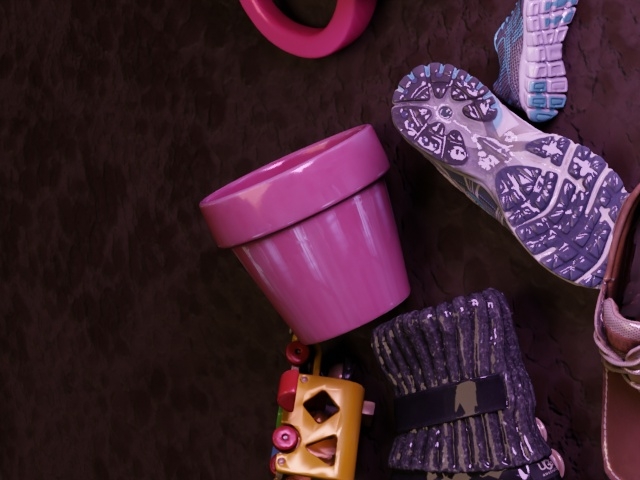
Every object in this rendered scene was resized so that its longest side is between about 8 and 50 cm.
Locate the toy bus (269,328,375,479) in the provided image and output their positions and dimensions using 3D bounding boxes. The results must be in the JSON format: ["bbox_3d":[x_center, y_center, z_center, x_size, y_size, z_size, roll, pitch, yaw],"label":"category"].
[{"bbox_3d":[0.005,0.186,1.998,0.191,0.104,0.202,-81,0,-71],"label":"toy bus"}]

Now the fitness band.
[{"bbox_3d":[-0.038,-0.329,1.931,0.209,0.054,0.291,12,123,41],"label":"fitness band"}]

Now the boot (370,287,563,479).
[{"bbox_3d":[0.090,0.215,1.855,0.348,0.131,0.260,-28,81,32],"label":"boot"}]

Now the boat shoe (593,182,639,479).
[{"bbox_3d":[0.290,0.077,1.644,0.123,0.116,0.324,23,114,44],"label":"boat shoe"}]

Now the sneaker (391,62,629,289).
[{"bbox_3d":[0.194,-0.060,1.755,0.283,0.122,0.110,44,90,13],"label":"sneaker"}]

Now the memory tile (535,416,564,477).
[{"bbox_3d":[0.180,0.222,1.876,0.148,0.012,0.113,-44,65,43],"label":"memory tile"}]

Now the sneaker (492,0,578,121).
[{"bbox_3d":[0.194,-0.199,1.746,0.076,0.065,0.166,24,113,48],"label":"sneaker"}]

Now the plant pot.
[{"bbox_3d":[0.000,0.000,1.918,0.201,0.201,0.180,-19,99,49],"label":"plant pot"}]
